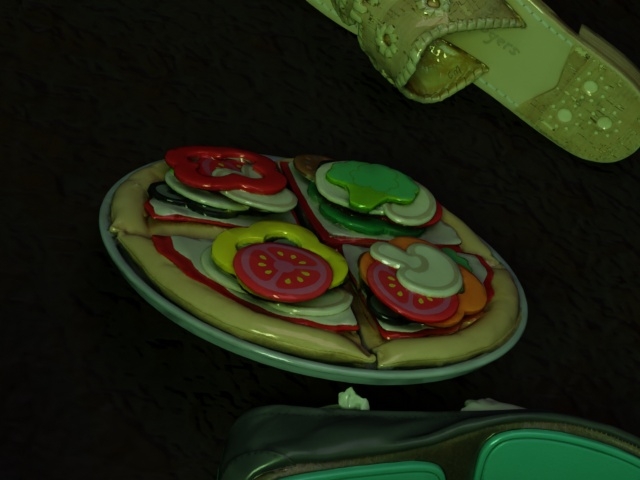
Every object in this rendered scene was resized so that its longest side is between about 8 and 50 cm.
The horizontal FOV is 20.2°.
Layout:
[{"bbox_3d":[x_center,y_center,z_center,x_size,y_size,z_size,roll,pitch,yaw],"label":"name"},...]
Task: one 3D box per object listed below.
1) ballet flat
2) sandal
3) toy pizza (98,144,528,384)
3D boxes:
[{"bbox_3d":[0.052,0.094,0.761,0.203,0.074,0.074,1,46,-18],"label":"ballet flat"},{"bbox_3d":[0.071,-0.108,0.966,0.240,0.088,0.079,30,34,-2],"label":"sandal"},{"bbox_3d":[0.000,0.000,0.818,0.201,0.032,0.201,12,26,-6],"label":"toy pizza"}]
